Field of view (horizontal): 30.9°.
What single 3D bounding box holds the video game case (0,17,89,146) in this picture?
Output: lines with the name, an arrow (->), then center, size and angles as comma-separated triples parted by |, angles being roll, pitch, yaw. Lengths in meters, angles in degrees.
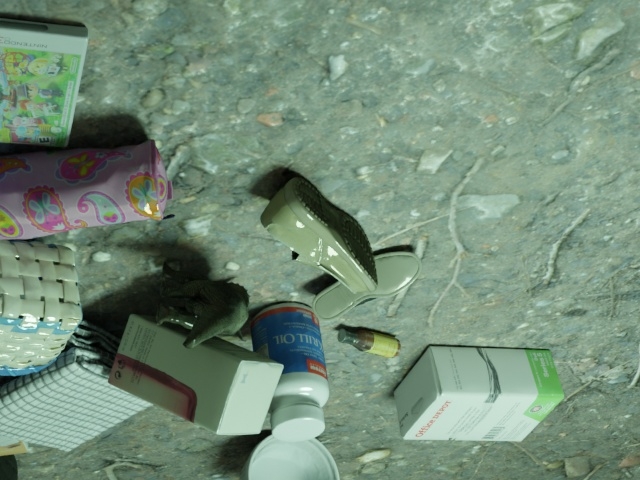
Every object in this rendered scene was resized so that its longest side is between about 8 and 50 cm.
video game case -> -0.405, -0.199, 1.468 | 0.194, 0.023, 0.212 | 4, 144, -18

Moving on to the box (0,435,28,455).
box -> -0.615, 0.322, 2.113 | 0.130, 0.091, 0.170 | -7, 146, -3

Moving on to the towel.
towel -> -0.438, 0.247, 2.007 | 0.235, 0.121, 0.284 | -30, 152, 15

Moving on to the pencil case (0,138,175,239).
pencil case -> -0.348, -0.067, 1.591 | 0.284, 0.124, 0.124 | -8, 146, -5

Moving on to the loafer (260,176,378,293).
loafer -> 0.000, 0.000, 1.800 | 0.092, 0.101, 0.268 | -24, 134, 22

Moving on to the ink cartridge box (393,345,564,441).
ink cartridge box -> 0.309, 0.307, 2.299 | 0.273, 0.114, 0.198 | 5, 143, -20

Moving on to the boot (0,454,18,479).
boot -> -0.808, 0.443, 2.212 | 0.284, 0.138, 0.377 | -27, 148, 24

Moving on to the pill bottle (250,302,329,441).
pill bottle -> -0.050, 0.230, 2.003 | 0.124, 0.221, 0.124 | -7, 146, -5

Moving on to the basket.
basket -> -0.500, 0.109, 1.732 | 0.255, 0.201, 0.289 | 11, 144, -43

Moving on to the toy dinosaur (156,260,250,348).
toy dinosaur -> -0.176, 0.103, 1.826 | 0.160, 0.120, 0.313 | 7, 179, -9

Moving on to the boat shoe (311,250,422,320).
boat shoe -> 0.080, 0.070, 1.966 | 0.206, 0.075, 0.065 | -28, -175, 17

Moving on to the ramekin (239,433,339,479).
ramekin -> -0.074, 0.513, 2.434 | 0.207, 0.207, 0.109 | 8, 151, -24

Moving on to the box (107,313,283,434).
box -> -0.206, 0.220, 1.908 | 0.232, 0.126, 0.149 | 20, -179, 27

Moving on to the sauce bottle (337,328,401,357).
sauce bottle -> 0.089, 0.187, 2.138 | 0.128, 0.042, 0.042 | 17, 138, -31
